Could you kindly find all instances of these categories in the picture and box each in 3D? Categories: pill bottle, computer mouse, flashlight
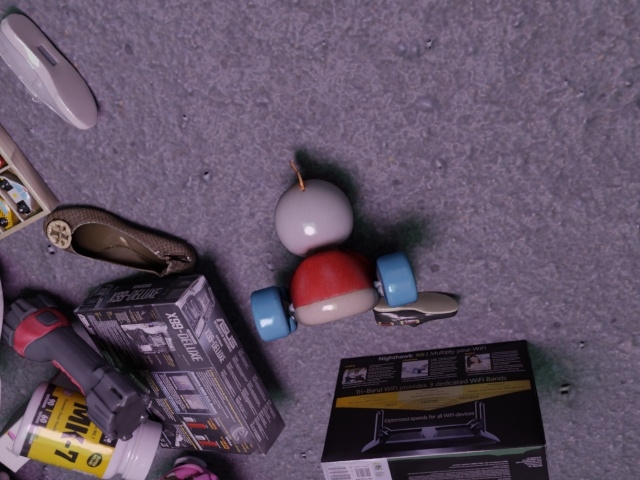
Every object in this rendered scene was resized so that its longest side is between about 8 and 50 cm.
[{"bbox_3d":[-0.371,0.313,1.191,0.209,0.119,0.119,20,119,-13],"label":"pill bottle"},{"bbox_3d":[-0.239,0.464,1.394,0.106,0.042,0.192,14,124,7],"label":"computer mouse"},{"bbox_3d":[-0.385,0.199,1.156,0.304,0.103,0.103,33,84,31],"label":"flashlight"}]

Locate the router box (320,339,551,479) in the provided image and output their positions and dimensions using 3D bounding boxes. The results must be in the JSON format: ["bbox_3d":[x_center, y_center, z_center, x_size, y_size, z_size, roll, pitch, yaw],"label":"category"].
[{"bbox_3d":[0.170,0.264,1.108,0.309,0.243,0.081,-8,116,14],"label":"router box"}]

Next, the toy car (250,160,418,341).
[{"bbox_3d":[0.000,0.000,1.060,0.219,0.210,0.237,-15,85,2],"label":"toy car"}]

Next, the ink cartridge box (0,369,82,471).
[{"bbox_3d":[-0.514,0.330,1.323,0.067,0.115,0.198,44,116,-13],"label":"ink cartridge box"}]

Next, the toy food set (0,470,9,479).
[{"bbox_3d":[-0.596,0.551,1.480,0.220,0.092,0.306,-32,107,35],"label":"toy food set"}]

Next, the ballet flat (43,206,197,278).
[{"bbox_3d":[-0.317,0.010,1.156,0.250,0.058,0.084,17,120,0],"label":"ballet flat"}]

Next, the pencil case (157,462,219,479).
[{"bbox_3d":[-0.164,0.574,1.345,0.167,0.160,0.386,3,135,45],"label":"pencil case"}]

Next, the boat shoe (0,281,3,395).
[{"bbox_3d":[-0.569,0.157,1.173,0.114,0.091,0.302,-18,75,38],"label":"boat shoe"}]

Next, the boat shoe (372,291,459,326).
[{"bbox_3d":[0.147,0.108,1.141,0.133,0.049,0.042,-3,122,13],"label":"boat shoe"}]

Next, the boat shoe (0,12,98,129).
[{"bbox_3d":[-0.392,-0.227,1.043,0.063,0.066,0.184,-28,111,33],"label":"boat shoe"}]

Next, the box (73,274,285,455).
[{"bbox_3d":[-0.226,0.206,1.190,0.243,0.076,0.307,-9,117,36],"label":"box"}]

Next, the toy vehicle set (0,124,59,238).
[{"bbox_3d":[-0.549,-0.124,1.135,0.166,0.035,0.266,-25,111,20],"label":"toy vehicle set"}]
